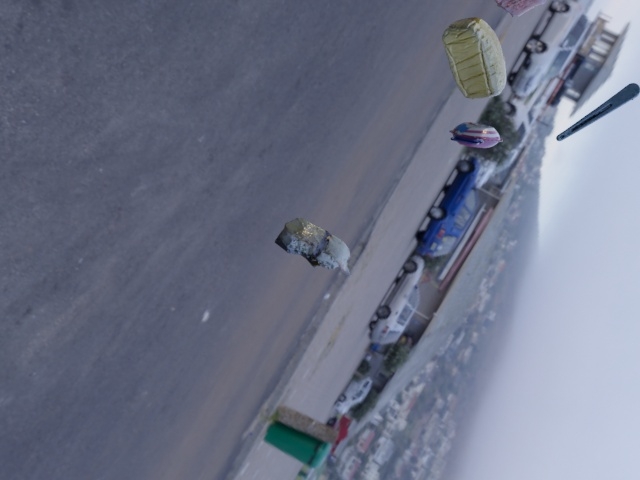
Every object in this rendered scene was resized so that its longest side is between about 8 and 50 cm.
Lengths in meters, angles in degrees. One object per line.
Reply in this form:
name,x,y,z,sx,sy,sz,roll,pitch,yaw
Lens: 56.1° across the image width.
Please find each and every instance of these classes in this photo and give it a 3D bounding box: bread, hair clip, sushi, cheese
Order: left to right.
sushi,-0.001,0.016,1.984,0.134,0.273,0.109,-47,167,-38
cheese,0.431,-0.293,1.693,0.244,0.155,0.062,-28,129,-59
bread,0.441,-0.518,1.703,0.106,0.140,0.236,-51,126,-31
hair clip,0.873,-0.395,1.896,0.275,0.048,0.083,-37,176,26

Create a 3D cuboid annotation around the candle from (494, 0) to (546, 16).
candle,0.399,-0.616,1.232,0.317,0.287,0.131,-17,-174,-34
